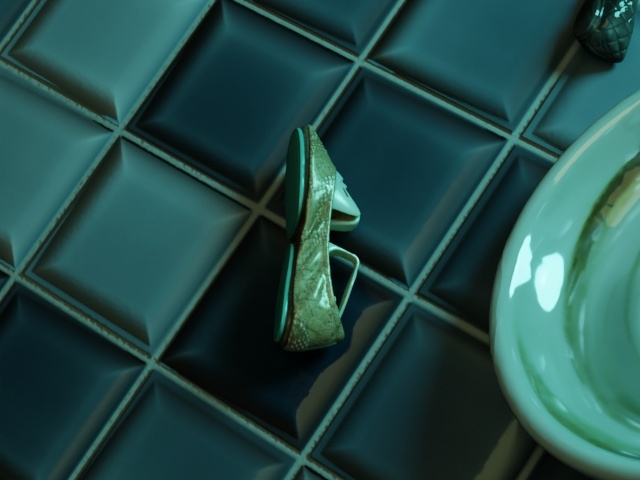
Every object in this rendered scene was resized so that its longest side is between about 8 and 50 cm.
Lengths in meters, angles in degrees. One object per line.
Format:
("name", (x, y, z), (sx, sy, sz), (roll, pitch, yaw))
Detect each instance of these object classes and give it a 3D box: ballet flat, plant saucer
("ballet flat", (0.000, 0.000, 1.428), (0.067, 0.073, 0.206), (8, 71, -10))
("ballet flat", (0.274, -0.235, 1.457), (0.173, 0.049, 0.057), (-62, 22, -14))
("plant saucer", (0.322, 0.028, 1.252), (0.400, 0.100, 0.400), (-26, 42, 25))
